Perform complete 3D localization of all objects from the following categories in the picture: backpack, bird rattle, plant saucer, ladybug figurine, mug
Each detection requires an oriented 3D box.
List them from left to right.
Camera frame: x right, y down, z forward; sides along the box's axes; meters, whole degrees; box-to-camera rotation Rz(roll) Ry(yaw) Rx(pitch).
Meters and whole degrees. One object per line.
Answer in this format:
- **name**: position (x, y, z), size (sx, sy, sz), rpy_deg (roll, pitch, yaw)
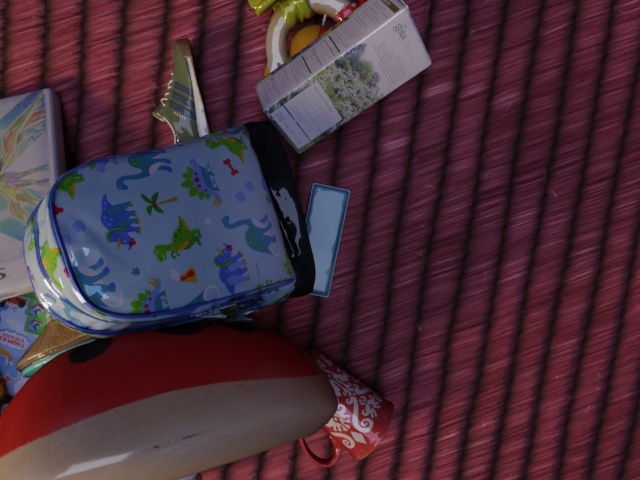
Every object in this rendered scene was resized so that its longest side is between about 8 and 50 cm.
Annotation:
- **backpack**: position (-0.197, -0.006, 0.629), size (0.355, 0.273, 0.290), rpy_deg (-15, 91, -13)
- **ladybug figurine**: position (-0.169, 0.202, 0.572), size (0.305, 0.449, 0.162), rpy_deg (-30, 66, 30)
- **plant saucer**: position (0.000, 0.000, 0.802), size (0.067, 0.018, 0.192), rpy_deg (11, 97, -4)
- **bird rattle**: position (0.007, -0.332, 0.738), size (0.253, 0.143, 0.207), rpy_deg (11, 108, -17)
- **mug**: position (0.017, 0.283, 0.778), size (0.169, 0.113, 0.150), rpy_deg (40, 52, -2)

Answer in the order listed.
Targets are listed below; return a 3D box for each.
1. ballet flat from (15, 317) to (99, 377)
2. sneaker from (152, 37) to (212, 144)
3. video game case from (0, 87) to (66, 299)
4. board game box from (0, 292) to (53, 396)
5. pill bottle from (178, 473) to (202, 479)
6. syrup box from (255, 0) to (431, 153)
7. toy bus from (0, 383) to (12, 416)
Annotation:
- **ballet flat**: position (-0.337, 0.113, 0.760), size (0.342, 0.116, 0.124), rpy_deg (-21, 77, 3)
- **sneaker**: position (-0.231, -0.221, 0.742), size (0.086, 0.064, 0.192), rpy_deg (-12, 100, -6)
- **video game case**: position (-0.535, -0.057, 0.692), size (0.300, 0.036, 0.329), rpy_deg (-15, 70, -2)
- **board game box**: position (-0.538, 0.146, 0.784), size (0.160, 0.039, 0.211), rpy_deg (21, 96, -5)
- **pill bottle**: position (-0.273, 0.317, 0.757), size (0.153, 0.153, 0.264), rpy_deg (-7, 96, -2)
- **syrup box**: position (0.030, -0.244, 0.674), size (0.237, 0.096, 0.093), rpy_deg (-33, 132, 12)
- **toy bus**: position (-0.580, 0.241, 0.708), size (0.108, 0.130, 0.332), rpy_deg (-17, 97, 0)
